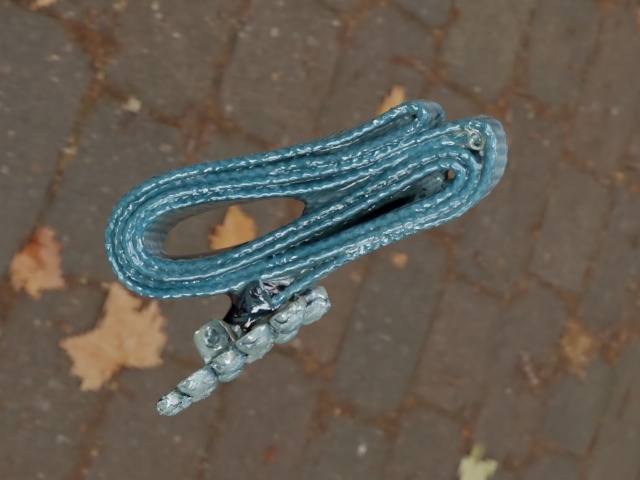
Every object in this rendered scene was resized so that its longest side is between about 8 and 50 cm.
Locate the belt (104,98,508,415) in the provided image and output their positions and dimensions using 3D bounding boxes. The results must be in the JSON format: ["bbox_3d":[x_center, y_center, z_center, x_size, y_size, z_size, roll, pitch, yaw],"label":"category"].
[{"bbox_3d":[-0.001,0.000,0.733,0.065,0.179,0.100,-12,83,-75],"label":"belt"}]
